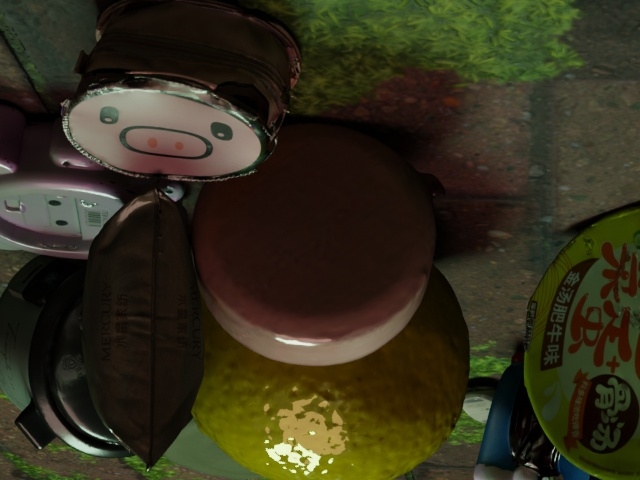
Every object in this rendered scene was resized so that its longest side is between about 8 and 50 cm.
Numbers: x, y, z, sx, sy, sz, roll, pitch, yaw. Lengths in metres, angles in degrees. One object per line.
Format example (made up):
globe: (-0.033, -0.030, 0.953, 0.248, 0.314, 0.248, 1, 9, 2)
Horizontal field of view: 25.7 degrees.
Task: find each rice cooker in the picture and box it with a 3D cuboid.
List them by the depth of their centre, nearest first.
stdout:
rice cooker: (-0.258, 0.127, 1.667, 0.227, 0.280, 0.241, 12, 139, 56)

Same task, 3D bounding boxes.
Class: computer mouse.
computer mouse: (0.242, 0.235, 2.054, 0.066, 0.039, 0.096, -12, 141, 32)

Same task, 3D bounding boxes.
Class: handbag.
handbag: (-0.124, -0.135, 1.276, 0.205, 0.116, 0.179, 9, 153, -4)
handbag: (-0.177, 0.082, 1.374, 0.117, 0.270, 0.182, 1, 176, -13)

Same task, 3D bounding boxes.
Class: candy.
candy: (0.000, 0.000, 1.393, 0.255, 0.255, 0.094, 6, 154, 0)

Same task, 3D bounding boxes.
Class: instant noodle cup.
instant noodle cup: (0.406, 0.127, 1.539, 0.221, 0.311, 0.311, 16, 154, -40)

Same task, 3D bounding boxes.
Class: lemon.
lemon: (0.004, 0.127, 1.569, 0.336, 0.336, 0.336, 5, 154, 2)

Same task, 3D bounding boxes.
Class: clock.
clock: (-0.268, -0.052, 1.513, 0.248, 0.090, 0.227, 5, 155, -3)

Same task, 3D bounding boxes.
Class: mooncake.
mooncake: (-0.107, 0.255, 2.067, 0.275, 0.135, 0.275, 2, 152, 1)

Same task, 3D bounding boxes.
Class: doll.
doll: (0.384, 0.265, 1.877, 0.310, 0.240, 0.284, 12, -162, 18)
